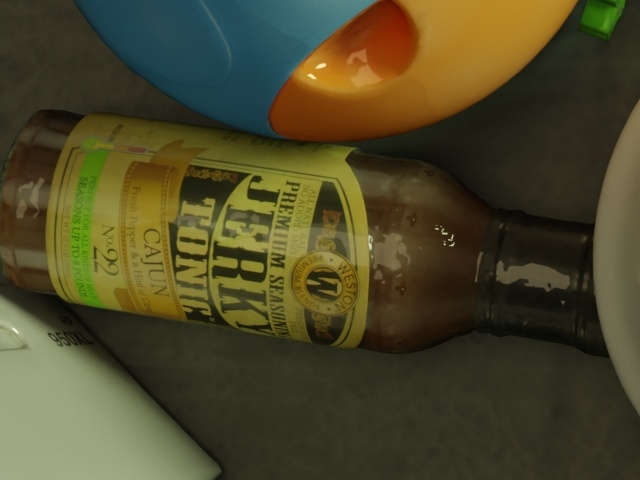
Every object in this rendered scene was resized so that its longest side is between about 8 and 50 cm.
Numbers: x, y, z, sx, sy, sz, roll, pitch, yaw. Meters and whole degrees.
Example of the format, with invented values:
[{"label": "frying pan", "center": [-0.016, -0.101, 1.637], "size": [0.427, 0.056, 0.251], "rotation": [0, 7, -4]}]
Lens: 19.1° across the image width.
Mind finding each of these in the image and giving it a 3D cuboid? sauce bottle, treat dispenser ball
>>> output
[{"label": "sauce bottle", "center": [0.000, 0.000, 1.017], "size": [0.344, 0.111, 0.111], "rotation": [7, 90, 15]}, {"label": "treat dispenser ball", "center": [0.003, -0.190, 0.929], "size": [0.288, 0.288, 0.288], "rotation": [-1, 88, 17]}]

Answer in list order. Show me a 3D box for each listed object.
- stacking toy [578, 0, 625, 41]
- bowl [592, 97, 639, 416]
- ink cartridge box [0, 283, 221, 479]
[{"label": "stacking toy", "center": [0.252, -0.180, 0.980], "size": [0.167, 0.052, 0.221], "rotation": [25, 97, 18]}, {"label": "bowl", "center": [0.283, 0.012, 0.876], "size": [0.298, 0.134, 0.298], "rotation": [0, 94, 0]}, {"label": "ink cartridge box", "center": [-0.269, 0.220, 1.001], "size": [0.166, 0.285, 0.395], "rotation": [42, 101, 12]}]
